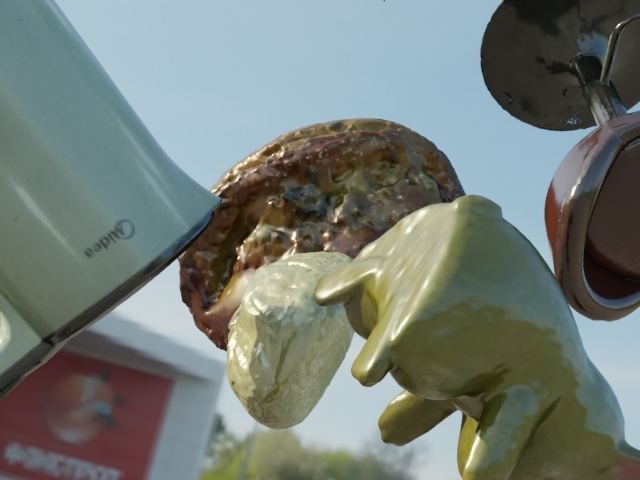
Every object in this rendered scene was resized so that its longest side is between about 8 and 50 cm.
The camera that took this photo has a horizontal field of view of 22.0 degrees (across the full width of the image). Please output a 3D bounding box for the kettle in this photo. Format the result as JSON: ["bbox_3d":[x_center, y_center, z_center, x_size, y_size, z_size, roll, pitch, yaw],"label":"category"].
[{"bbox_3d":[-0.347,-0.062,1.667,0.376,0.361,0.250,51,-11,-6],"label":"kettle"}]

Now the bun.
[{"bbox_3d":[-0.038,0.106,1.859,0.134,0.220,0.220,29,-10,10],"label":"bun"}]

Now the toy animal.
[{"bbox_3d":[0.152,0.141,1.318,0.363,0.180,0.181,55,-6,-20],"label":"toy animal"}]

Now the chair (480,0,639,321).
[{"bbox_3d":[0.308,-0.102,1.693,0.227,0.401,0.226,-3,-53,-4],"label":"chair"}]

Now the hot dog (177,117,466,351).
[{"bbox_3d":[0.000,0.000,2.086,0.388,0.267,0.174,-22,-18,3],"label":"hot dog"}]
